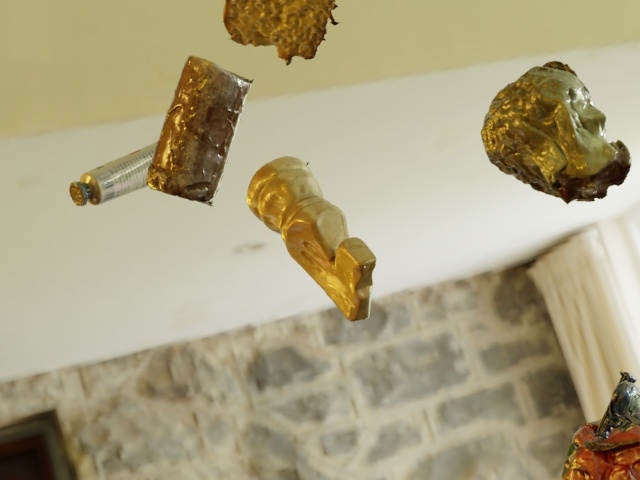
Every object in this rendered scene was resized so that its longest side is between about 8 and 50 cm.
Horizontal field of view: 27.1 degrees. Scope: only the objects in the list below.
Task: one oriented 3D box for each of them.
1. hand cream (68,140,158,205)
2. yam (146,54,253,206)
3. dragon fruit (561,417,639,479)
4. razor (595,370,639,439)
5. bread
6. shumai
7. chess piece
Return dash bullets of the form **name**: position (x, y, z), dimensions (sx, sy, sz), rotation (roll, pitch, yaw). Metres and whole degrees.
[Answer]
- **hand cream**: position (-0.322, -0.124, 2.357), dimensions (0.059, 0.095, 0.276), rotation (18, 32, 41)
- **yam**: position (-0.120, -0.107, 1.321), dimensions (0.079, 0.141, 0.079), rotation (19, 5, -2)
- **dragon fruit**: position (0.518, 0.350, 2.067), dimensions (0.293, 0.234, 0.234), rotation (-32, -19, 33)
- **razor**: position (0.369, 0.198, 1.586), dimensions (0.056, 0.093, 0.324), rotation (23, -4, 14)
- **bread**: position (-0.028, -0.320, 1.515), dimensions (0.143, 0.139, 0.229), rotation (21, -34, -4)
- **shumai**: position (0.394, -0.149, 2.225), dimensions (0.189, 0.218, 0.256), rotation (-28, -43, -4)
- **chess piece**: position (0.000, 0.000, 2.157), dimensions (0.137, 0.301, 0.137), rotation (-23, -39, -20)
